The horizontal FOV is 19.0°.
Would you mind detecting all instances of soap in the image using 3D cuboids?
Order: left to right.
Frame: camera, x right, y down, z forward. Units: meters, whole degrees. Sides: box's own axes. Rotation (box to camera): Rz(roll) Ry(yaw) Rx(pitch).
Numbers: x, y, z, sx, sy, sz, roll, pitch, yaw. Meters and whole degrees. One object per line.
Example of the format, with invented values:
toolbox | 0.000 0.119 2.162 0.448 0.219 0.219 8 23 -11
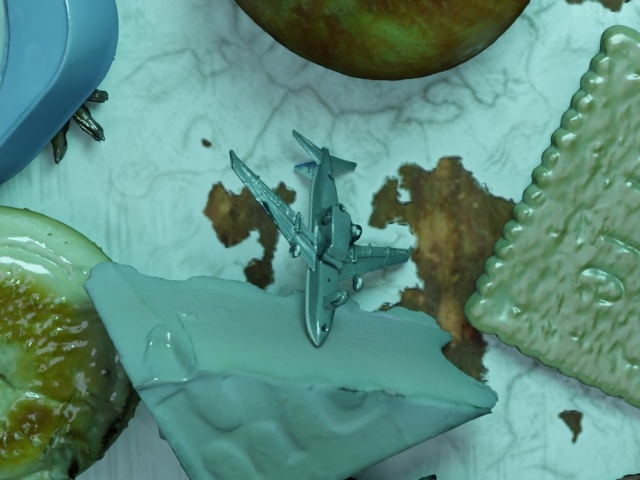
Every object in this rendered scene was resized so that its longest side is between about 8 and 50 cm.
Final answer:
soap | -0.026 0.096 1.716 0.302 0.159 0.258 -26 131 -2

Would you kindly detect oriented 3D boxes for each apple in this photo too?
apple | 0.065 -0.275 1.687 0.301 0.301 0.302 1 98 7

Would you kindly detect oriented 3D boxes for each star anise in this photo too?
star anise | -0.256 -0.147 1.842 0.141 0.042 0.141 1 99 9

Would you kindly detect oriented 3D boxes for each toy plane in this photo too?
toy plane | 0.002 -0.003 1.754 0.226 0.226 0.058 28 128 -32

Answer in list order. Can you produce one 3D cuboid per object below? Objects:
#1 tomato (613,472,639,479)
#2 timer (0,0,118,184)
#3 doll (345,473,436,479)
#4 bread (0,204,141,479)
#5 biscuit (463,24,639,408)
tomato | 0.321 0.340 1.809 0.227 0.101 0.228 1 99 4
timer | -0.413 -0.196 1.769 0.394 0.173 0.395 2 97 15
doll | 0.014 0.298 1.822 0.314 0.141 0.177 1 95 4
bread | -0.317 0.103 1.814 0.305 0.159 0.306 -2 102 -7
biscuit | 0.293 -0.020 1.787 0.217 0.044 0.325 25 101 2
